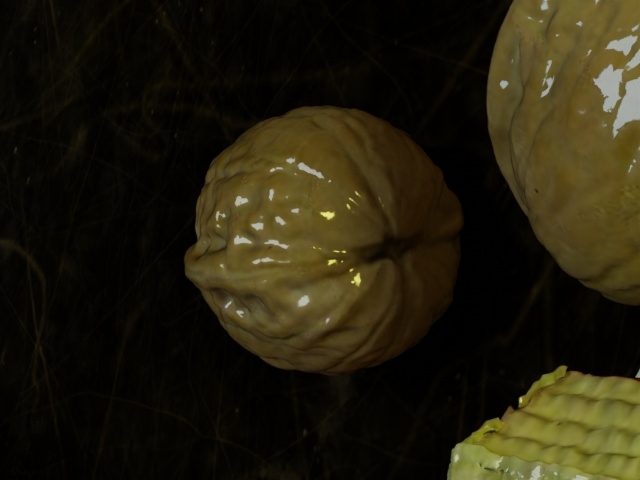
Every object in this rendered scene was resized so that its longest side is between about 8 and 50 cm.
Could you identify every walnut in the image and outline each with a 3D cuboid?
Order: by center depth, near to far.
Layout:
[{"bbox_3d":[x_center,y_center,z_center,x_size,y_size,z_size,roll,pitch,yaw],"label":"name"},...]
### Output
[{"bbox_3d":[0.196,-0.073,0.982,0.228,0.228,0.228,-23,62,53],"label":"walnut"},{"bbox_3d":[0.000,0.000,1.287,0.213,0.213,0.213,-23,62,53],"label":"walnut"}]

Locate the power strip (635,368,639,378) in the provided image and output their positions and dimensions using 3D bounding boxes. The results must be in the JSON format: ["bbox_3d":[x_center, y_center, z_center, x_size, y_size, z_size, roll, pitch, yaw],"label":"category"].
[{"bbox_3d":[0.193,0.143,1.085,0.060,0.027,0.253,50,122,51],"label":"power strip"}]

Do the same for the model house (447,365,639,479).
[{"bbox_3d":[0.192,0.145,0.854,0.196,0.254,0.160,7,94,46],"label":"model house"}]
